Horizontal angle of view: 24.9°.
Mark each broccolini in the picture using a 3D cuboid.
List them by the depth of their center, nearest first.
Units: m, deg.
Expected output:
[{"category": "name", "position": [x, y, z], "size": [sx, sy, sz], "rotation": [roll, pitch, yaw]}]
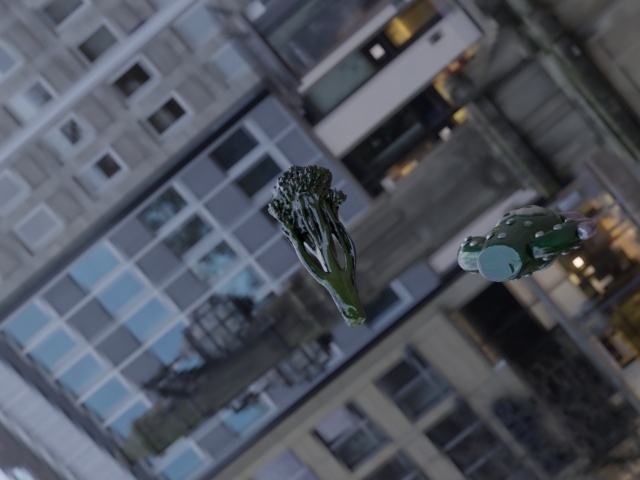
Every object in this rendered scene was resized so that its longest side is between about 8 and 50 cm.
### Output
[{"category": "broccolini", "position": [0.003, 0.008, 1.665], "size": [0.068, 0.091, 0.202], "rotation": [71, 180, -78]}]

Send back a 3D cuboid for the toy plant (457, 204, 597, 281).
[{"category": "toy plant", "position": [0.345, 0.003, 2.453], "size": [0.243, 0.233, 0.112], "rotation": [-88, -20, -82]}]
